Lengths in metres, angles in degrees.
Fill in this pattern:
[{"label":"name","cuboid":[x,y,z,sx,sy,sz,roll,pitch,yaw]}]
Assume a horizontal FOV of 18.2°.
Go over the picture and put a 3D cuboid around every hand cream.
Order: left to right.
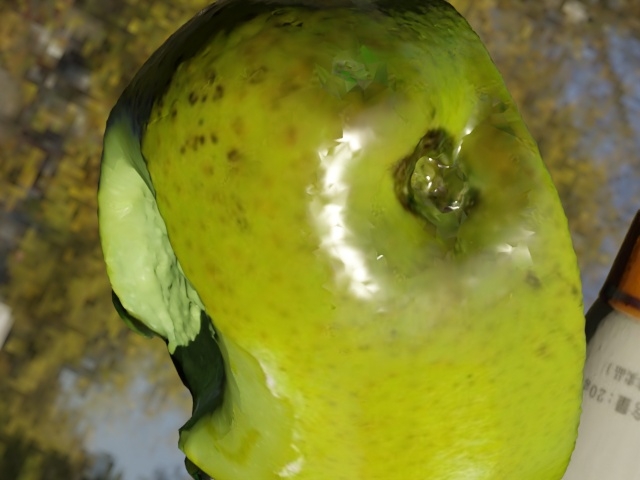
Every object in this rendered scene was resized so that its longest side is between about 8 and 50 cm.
[{"label":"hand cream","cuboid":[0.147,0.139,1.070,0.089,0.140,0.314,5,104,-67]}]

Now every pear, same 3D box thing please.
[{"label":"pear","cuboid":[0.000,0.000,0.902,0.159,0.292,0.292,-22,175,-17]}]
